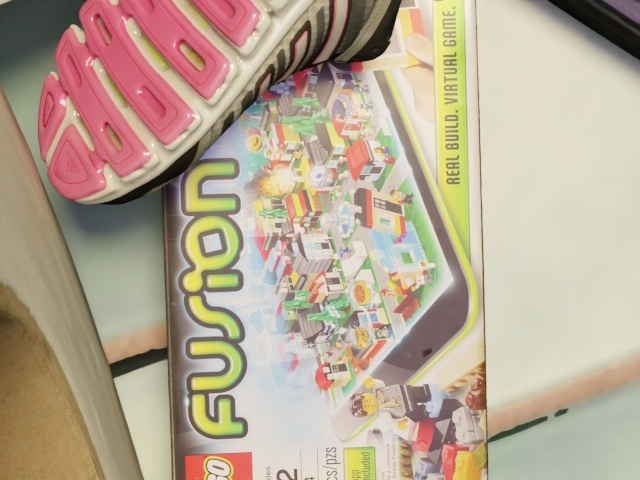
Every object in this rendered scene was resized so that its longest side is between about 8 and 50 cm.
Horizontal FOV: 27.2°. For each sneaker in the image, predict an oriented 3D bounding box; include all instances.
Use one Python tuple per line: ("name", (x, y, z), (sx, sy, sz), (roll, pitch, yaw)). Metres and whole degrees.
("sneaker", (-0.018, -0.070, 0.418), (0.170, 0.075, 0.063), (-45, 63, 18))

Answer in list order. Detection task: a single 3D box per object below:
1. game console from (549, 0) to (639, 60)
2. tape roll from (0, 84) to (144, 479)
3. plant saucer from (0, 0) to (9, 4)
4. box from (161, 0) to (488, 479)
("game console", (0.216, -0.154, 0.420), (0.293, 0.173, 0.250), (32, 89, -5))
("tape roll", (-0.075, 0.118, 0.295), (0.072, 0.392, 0.392), (-15, 94, -4))
("plant saucer", (-0.146, -0.217, 0.423), (0.318, 0.044, 0.317), (0, 86, 5))
("box", (0.000, 0.000, 0.474), (0.114, 0.036, 0.207), (-2, 93, -5))
